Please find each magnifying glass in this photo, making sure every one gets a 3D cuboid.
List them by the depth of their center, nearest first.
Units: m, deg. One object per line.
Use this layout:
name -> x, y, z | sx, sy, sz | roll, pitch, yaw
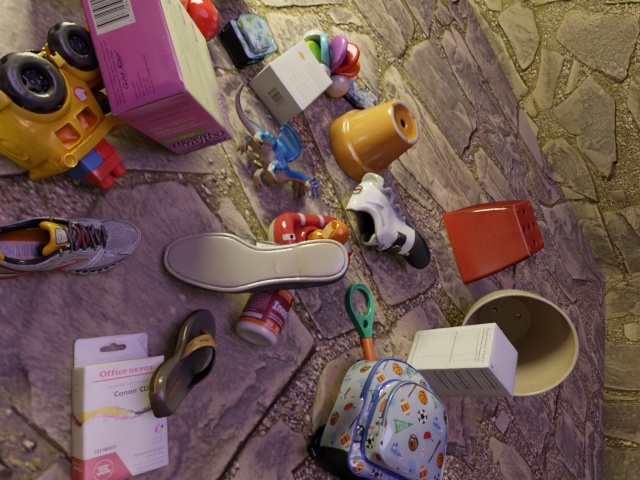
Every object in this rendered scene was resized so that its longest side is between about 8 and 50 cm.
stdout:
magnifying glass -> 0.113, 0.223, 1.039 | 0.092, 0.026, 0.231 | 1, 76, -44

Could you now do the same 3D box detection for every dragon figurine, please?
dragon figurine -> -0.104, -0.209, 0.931 | 0.144, 0.085, 0.289 | -38, 107, -46

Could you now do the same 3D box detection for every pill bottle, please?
pill bottle -> -0.103, 0.127, 0.818 | 0.086, 0.086, 0.152 | 41, 52, -27

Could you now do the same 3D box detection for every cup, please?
cup -> 0.619, 0.296, 1.337 | 0.331, 0.330, 0.237 | 66, 18, -4

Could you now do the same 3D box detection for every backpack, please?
backpack -> 0.144, 0.393, 0.890 | 0.276, 0.213, 0.264 | 40, 45, -26
backpack -> -0.161, -0.478, 0.971 | 0.114, 0.084, 0.105 | -41, 108, -46

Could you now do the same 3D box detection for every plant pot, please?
plant pot -> 0.162, -0.292, 1.145 | 0.205, 0.187, 0.205 | 16, 65, -40
plant pot -> 0.642, -0.019, 1.483 | 0.267, 0.235, 0.267 | -15, 87, -45

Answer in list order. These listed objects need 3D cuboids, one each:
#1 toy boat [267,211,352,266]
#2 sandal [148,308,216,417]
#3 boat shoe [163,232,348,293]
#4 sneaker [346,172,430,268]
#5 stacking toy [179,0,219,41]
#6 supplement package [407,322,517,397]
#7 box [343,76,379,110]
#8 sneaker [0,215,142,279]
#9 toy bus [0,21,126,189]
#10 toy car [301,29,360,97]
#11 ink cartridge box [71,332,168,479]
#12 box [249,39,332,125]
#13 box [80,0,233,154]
toy boat -> 0.000, 0.000, 0.909 | 0.231, 0.151, 0.151 | 2, 69, -44
sandal -> -0.205, 0.190, 0.663 | 0.219, 0.060, 0.090 | -76, 155, -71
boat shoe -> -0.115, 0.051, 0.773 | 0.334, 0.095, 0.112 | 1, 72, -7
sneaker -> 0.180, -0.014, 1.137 | 0.331, 0.122, 0.146 | 49, 66, -22
stacking toy -> -0.344, -0.478, 0.779 | 0.330, 0.141, 0.141 | 9, 70, -50
supplement package -> 0.378, 0.327, 1.103 | 0.134, 0.244, 0.139 | 48, 49, -21
box -> 0.129, -0.449, 1.281 | 0.137, 0.027, 0.094 | 32, 57, -33
sneaker -> -0.371, 0.008, 0.595 | 0.225, 0.092, 0.088 | -13, 85, -46
toy bus -> -0.381, -0.191, 0.630 | 0.211, 0.149, 0.220 | 52, 43, -36
toy car -> 0.036, -0.504, 1.132 | 0.181, 0.136, 0.159 | 11, 69, -42
ink cartridge box -> -0.297, 0.239, 0.605 | 0.115, 0.067, 0.198 | 4, 73, -44
box -> -0.070, -0.395, 1.025 | 0.130, 0.091, 0.170 | 51, 48, -18
box -> -0.263, -0.289, 0.695 | 0.243, 0.117, 0.214 | 18, 56, -86
